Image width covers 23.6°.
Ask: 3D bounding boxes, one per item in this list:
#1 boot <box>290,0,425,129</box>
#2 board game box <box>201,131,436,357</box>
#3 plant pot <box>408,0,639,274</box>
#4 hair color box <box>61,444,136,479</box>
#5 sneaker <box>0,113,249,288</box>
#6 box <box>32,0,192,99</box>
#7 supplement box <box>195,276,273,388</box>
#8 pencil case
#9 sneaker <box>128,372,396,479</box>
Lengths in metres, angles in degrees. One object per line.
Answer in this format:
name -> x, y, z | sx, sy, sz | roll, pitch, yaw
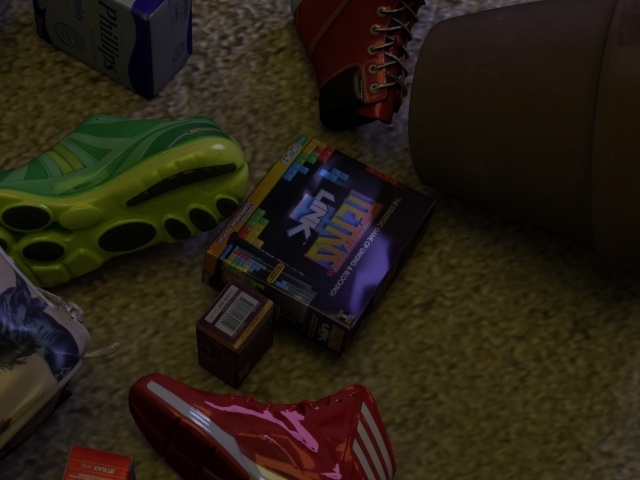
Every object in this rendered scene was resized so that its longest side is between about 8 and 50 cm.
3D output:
boot -> 0.077, -0.205, 1.369 | 0.088, 0.244, 0.176 | 12, 54, -39
board game box -> 0.000, 0.000, 1.323 | 0.141, 0.048, 0.170 | 26, 52, 11
plant pot -> 0.203, -0.109, 1.319 | 0.229, 0.263, 0.263 | 8, 60, 20
hair color box -> -0.183, 0.252, 1.164 | 0.053, 0.093, 0.167 | 12, 62, 3
sneaker -> -0.209, -0.037, 1.333 | 0.295, 0.109, 0.123 | -12, 32, -4
box -> -0.191, -0.217, 1.404 | 0.137, 0.126, 0.072 | 30, 62, 13
supplement box -> -0.071, 0.077, 1.272 | 0.043, 0.083, 0.055 | 31, 63, 14
pencil case -> -0.349, -0.010, 1.190 | 0.183, 0.160, 0.410 | -39, 92, -22
sneaker -> -0.039, 0.153, 1.247 | 0.221, 0.087, 0.128 | 36, 56, 2
